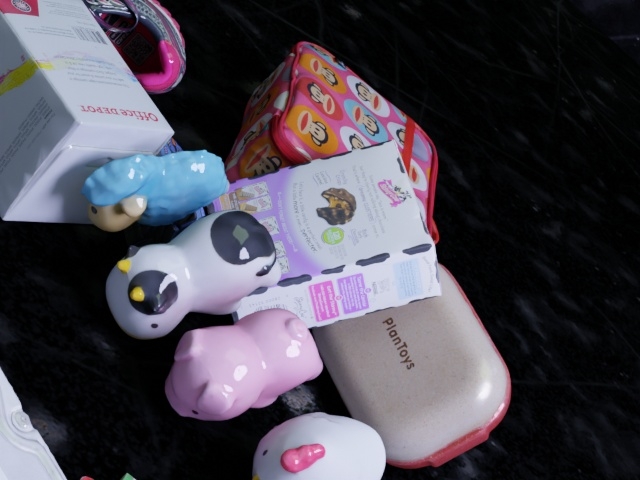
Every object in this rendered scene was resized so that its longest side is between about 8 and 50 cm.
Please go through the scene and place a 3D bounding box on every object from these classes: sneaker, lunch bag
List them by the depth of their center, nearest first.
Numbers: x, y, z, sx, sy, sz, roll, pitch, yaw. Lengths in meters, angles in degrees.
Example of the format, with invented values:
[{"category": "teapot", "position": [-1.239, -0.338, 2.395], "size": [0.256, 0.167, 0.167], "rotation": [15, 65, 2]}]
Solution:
[{"category": "sneaker", "position": [-0.142, -0.043, 1.526], "size": [0.087, 0.083, 0.221], "rotation": [26, 32, -47]}, {"category": "sneaker", "position": [-0.255, -0.259, 1.625], "size": [0.299, 0.121, 0.112], "rotation": [34, 7, -15]}, {"category": "lunch bag", "position": [0.030, -0.069, 1.775], "size": [0.258, 0.120, 0.293], "rotation": [39, 27, -15]}]

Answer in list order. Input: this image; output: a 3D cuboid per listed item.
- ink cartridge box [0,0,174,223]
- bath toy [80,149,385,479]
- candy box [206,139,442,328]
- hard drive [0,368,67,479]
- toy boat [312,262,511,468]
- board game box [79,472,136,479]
[{"category": "ink cartridge box", "position": [-0.246, -0.118, 1.434], "size": [0.128, 0.127, 0.176], "rotation": [2, 46, -55]}, {"category": "bath toy", "position": [-0.077, 0.086, 1.346], "size": [0.348, 0.151, 0.129], "rotation": [59, 7, 18]}, {"category": "candy box", "position": [0.000, 0.000, 1.526], "size": [0.165, 0.196, 0.070], "rotation": [-106, -178, -48]}, {"category": "hard drive", "position": [-0.277, 0.139, 0.992], "size": [0.237, 0.064, 0.339], "rotation": [-16, 71, -57]}, {"category": "toy boat", "position": [0.093, 0.124, 1.559], "size": [0.231, 0.151, 0.151], "rotation": [63, 2, 36]}, {"category": "board game box", "position": [-0.086, 0.272, 1.160], "size": [0.259, 0.039, 0.124], "rotation": [38, 25, -3]}]
